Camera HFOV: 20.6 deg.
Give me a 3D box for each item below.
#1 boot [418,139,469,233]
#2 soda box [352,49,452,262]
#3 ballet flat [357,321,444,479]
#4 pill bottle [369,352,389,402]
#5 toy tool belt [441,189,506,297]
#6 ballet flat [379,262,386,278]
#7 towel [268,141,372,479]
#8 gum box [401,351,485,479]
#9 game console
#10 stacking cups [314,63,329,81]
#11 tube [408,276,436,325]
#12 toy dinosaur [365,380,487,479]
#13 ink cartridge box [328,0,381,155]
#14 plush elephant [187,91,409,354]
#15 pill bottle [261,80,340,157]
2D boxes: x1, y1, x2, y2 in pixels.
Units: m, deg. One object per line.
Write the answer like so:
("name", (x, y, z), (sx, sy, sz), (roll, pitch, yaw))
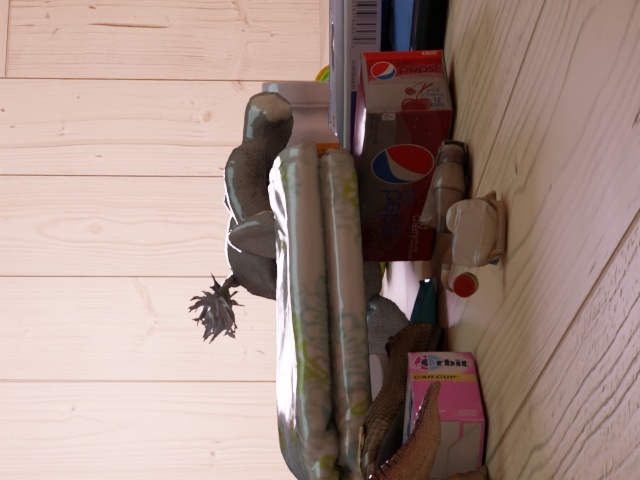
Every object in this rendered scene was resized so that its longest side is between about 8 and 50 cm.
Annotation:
("boot", (0.121, -0.053, 1.679), (0.118, 0.042, 0.087), (-133, 50, -84))
("soda box", (0.081, -0.084, 1.857), (0.263, 0.092, 0.083), (94, 172, -54))
("ballet flat", (0.070, 0.156, 1.729), (0.250, 0.058, 0.084), (-62, -20, -55))
("pill bottle", (0.020, 0.169, 2.417), (0.272, 0.152, 0.152), (-137, 48, -85))
("toy tool belt", (0.131, 0.002, 1.449), (0.051, 0.052, 0.083), (-21, -61, -60))
("ballet flat", (0.059, -0.040, 2.517), (0.077, 0.077, 0.231), (115, 152, -52))
("towel", (-0.005, 0.087, 1.895), (0.320, 0.090, 0.374), (136, 130, -86))
("gum box", (0.108, 0.208, 1.603), (0.107, 0.062, 0.188), (-93, 5, -61))
("game console", (0.094, -0.302, 1.977), (0.342, 0.060, 0.386), (-93, 4, -48))
("stacking cups", (0.047, -0.203, 2.579), (0.316, 0.096, 0.096), (-116, 26, -78))
("tube", (0.105, 0.144, 1.891), (0.080, 0.052, 0.207), (168, 109, -77))
("toy dinosaur", (0.045, 0.265, 1.495), (0.127, 0.200, 0.295), (-95, 7, -58))
("ink cartridge box", (0.040, -0.217, 2.097), (0.224, 0.045, 0.223), (-106, 15, -73))
("plush elephant", (0.000, 0.000, 2.211), (0.272, 0.255, 0.330), (46, -113, -35))
("pill bottle", (-0.029, -0.096, 2.440), (0.136, 0.136, 0.245), (-126, 35, -85))
